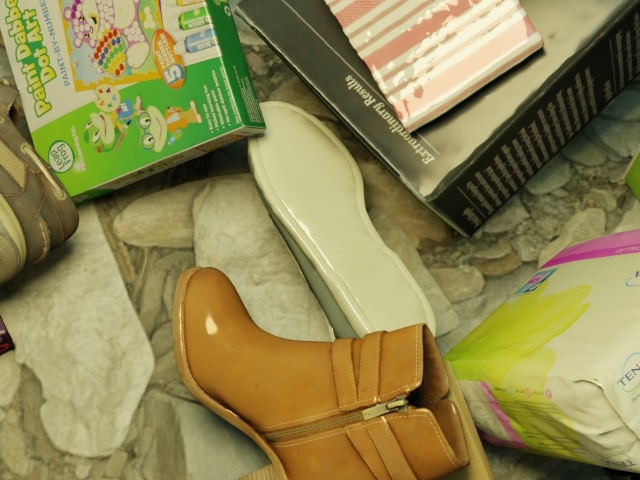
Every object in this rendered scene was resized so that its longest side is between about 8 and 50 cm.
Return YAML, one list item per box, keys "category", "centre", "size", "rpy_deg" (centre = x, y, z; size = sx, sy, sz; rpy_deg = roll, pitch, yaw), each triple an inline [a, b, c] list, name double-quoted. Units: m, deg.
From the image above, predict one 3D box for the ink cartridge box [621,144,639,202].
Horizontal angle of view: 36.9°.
- category: "ink cartridge box"
  centre: [0.432, -0.027, 0.952]
  size: [0.097, 0.189, 0.255]
  rpy_deg: [-22, 65, -11]

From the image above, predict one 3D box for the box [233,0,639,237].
- category: "box"
  centre: [0.172, -0.249, 0.968]
  size: [0.395, 0.212, 0.293]
  rpy_deg: [-44, 70, 7]

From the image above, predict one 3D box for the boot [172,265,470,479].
- category: "boot"
  centre: [-0.007, 0.116, 0.856]
  size: [0.220, 0.109, 0.283]
  rpy_deg: [-29, 66, 25]

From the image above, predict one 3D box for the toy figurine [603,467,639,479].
- category: "toy figurine"
  centre: [0.384, 0.184, 0.865]
  size: [0.209, 0.148, 0.213]
  rpy_deg: [-32, 67, -17]

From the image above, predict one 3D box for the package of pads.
- category: "package of pads"
  centre: [0.242, 0.086, 0.832]
  size: [0.229, 0.296, 0.101]
  rpy_deg: [-39, 96, -19]

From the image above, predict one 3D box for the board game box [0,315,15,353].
- category: "board game box"
  centre: [-0.481, 0.011, 0.992]
  size: [0.208, 0.056, 0.347]
  rpy_deg: [-25, 66, -18]

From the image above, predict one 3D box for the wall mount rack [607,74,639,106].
- category: "wall mount rack"
  centre: [0.384, -0.315, 1.134]
  size: [0.350, 0.130, 0.304]
  rpy_deg: [-12, 64, -9]

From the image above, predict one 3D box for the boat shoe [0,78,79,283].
- category: "boat shoe"
  centre: [-0.376, -0.110, 0.988]
  size: [0.130, 0.132, 0.355]
  rpy_deg: [-23, 72, -44]

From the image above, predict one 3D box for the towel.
- category: "towel"
  centre: [0.092, -0.211, 0.864]
  size: [0.144, 0.029, 0.197]
  rpy_deg: [-32, 74, 13]

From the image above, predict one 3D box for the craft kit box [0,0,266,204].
- category: "craft kit box"
  centre: [-0.203, -0.190, 0.986]
  size: [0.247, 0.061, 0.250]
  rpy_deg: [-19, 86, 26]

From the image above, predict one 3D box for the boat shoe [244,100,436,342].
- category: "boat shoe"
  centre: [0.000, 0.000, 0.975]
  size: [0.116, 0.099, 0.319]
  rpy_deg: [-16, 64, -32]

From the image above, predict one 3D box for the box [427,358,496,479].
- category: "box"
  centre: [0.081, 0.230, 0.852]
  size: [0.164, 0.021, 0.201]
  rpy_deg: [-33, 62, 25]
